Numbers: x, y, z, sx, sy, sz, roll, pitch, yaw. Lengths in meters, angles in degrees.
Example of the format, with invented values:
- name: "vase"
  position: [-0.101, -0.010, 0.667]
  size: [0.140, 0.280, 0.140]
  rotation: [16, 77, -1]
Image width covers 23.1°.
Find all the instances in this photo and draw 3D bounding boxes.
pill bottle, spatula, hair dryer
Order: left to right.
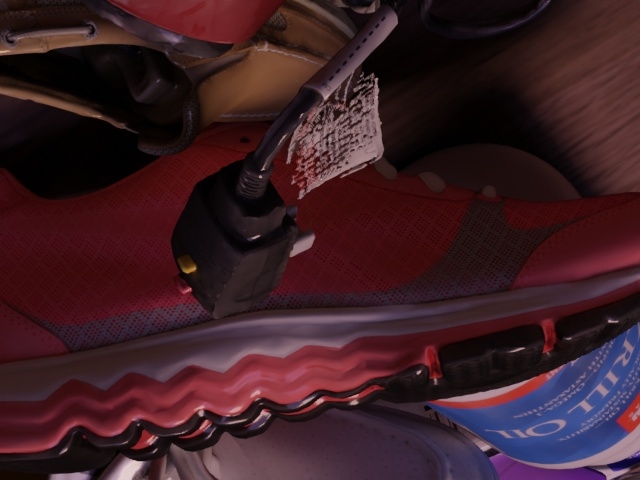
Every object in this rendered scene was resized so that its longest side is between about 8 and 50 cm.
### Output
- name: "hair dryer"
  position: [0.010, -0.129, 0.482]
  size: [0.223, 0.080, 0.293]
  rotation: [-48, 159, -27]
- name: "pill bottle"
  position: [0.109, 0.046, 0.792]
  size: [0.124, 0.124, 0.221]
  rotation: [-29, 151, 15]
- name: "spatula"
  position: [0.209, 0.169, 1.068]
  size: [0.296, 0.030, 0.084]
  rotation: [5, 140, -38]

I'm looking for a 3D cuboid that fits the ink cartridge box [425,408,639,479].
- name: "ink cartridge box"
  position: [0.178, 0.128, 1.056]
  size: [0.206, 0.045, 0.208]
  rotation: [-27, 149, 10]

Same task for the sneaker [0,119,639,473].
- name: "sneaker"
  position: [0.000, 0.000, 0.618]
  size: [0.313, 0.136, 0.116]
  rotation: [-11, 169, -3]

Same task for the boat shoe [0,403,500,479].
- name: "boat shoe"
  position: [-0.093, 0.100, 0.729]
  size: [0.367, 0.136, 0.156]
  rotation: [2, 141, 0]

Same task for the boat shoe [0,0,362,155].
- name: "boat shoe"
  position: [-0.057, -0.060, 0.556]
  size: [0.190, 0.072, 0.068]
  rotation: [5, 143, -38]

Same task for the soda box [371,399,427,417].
- name: "soda box"
  position: [-0.023, 0.144, 0.925]
  size: [0.069, 0.074, 0.216]
  rotation: [1, 145, -34]
